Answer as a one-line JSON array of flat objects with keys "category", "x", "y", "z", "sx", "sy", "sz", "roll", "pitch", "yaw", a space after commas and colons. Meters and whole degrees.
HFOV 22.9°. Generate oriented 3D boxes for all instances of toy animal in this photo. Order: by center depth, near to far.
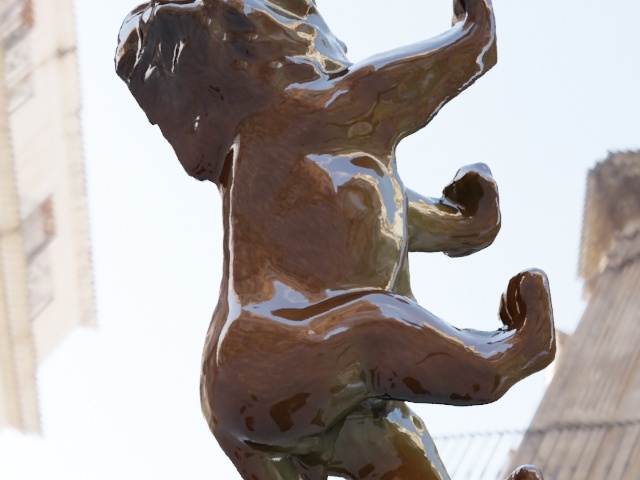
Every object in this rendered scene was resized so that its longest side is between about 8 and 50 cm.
[{"category": "toy animal", "x": 0.000, "y": 0.000, "z": 0.605, "sx": 0.158, "sy": 0.312, "sz": 0.097, "roll": -3, "pitch": -35, "yaw": -3}]
